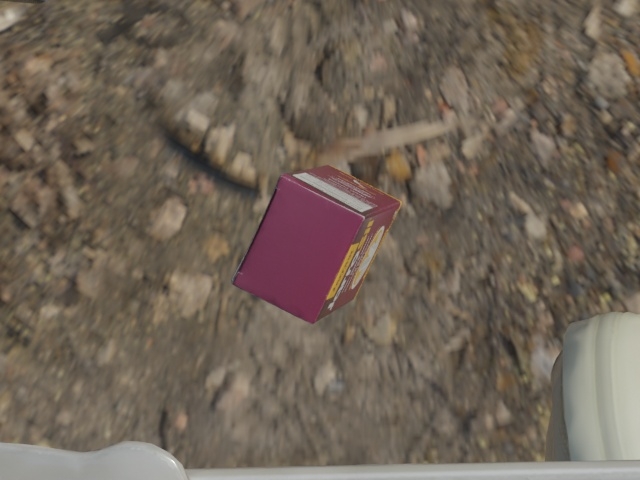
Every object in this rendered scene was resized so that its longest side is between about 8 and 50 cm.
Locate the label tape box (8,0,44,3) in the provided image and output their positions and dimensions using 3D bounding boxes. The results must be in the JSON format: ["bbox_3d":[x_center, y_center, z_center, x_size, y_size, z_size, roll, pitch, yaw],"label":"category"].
[{"bbox_3d":[-0.269,-0.216,1.146,0.347,0.249,0.115,9,94,11],"label":"label tape box"}]

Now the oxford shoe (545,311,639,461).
[{"bbox_3d":[0.087,0.208,0.634,0.130,0.169,0.449,0,134,9],"label":"oxford shoe"}]

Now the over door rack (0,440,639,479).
[{"bbox_3d":[0.076,-0.064,0.338,0.324,0.108,0.239,-4,105,-10],"label":"over door rack"}]

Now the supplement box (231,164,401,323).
[{"bbox_3d":[0.000,0.000,1.561,0.081,0.188,0.104,27,100,8],"label":"supplement box"}]
